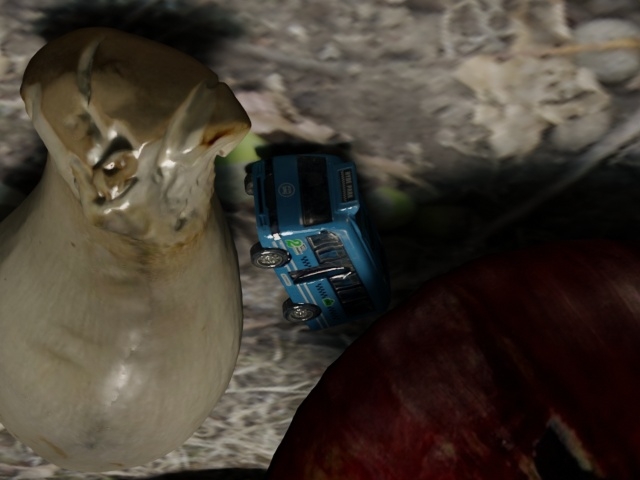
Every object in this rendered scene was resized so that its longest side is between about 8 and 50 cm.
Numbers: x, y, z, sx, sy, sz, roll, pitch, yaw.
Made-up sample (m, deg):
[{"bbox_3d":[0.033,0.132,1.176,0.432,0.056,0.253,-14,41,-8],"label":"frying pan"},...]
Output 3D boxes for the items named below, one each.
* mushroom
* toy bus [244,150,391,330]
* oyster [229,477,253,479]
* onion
[{"bbox_3d":[-0.077,0.015,0.696,0.116,0.093,0.225,28,151,-3],"label":"mushroom"},{"bbox_3d":[0.000,0.000,0.721,0.046,0.038,0.083,-11,149,10],"label":"toy bus"},{"bbox_3d":[-0.069,0.144,0.975,0.132,0.029,0.086,11,142,-12],"label":"oyster"},{"bbox_3d":[0.113,0.139,0.739,0.273,0.285,0.273,-12,130,-14],"label":"onion"}]
